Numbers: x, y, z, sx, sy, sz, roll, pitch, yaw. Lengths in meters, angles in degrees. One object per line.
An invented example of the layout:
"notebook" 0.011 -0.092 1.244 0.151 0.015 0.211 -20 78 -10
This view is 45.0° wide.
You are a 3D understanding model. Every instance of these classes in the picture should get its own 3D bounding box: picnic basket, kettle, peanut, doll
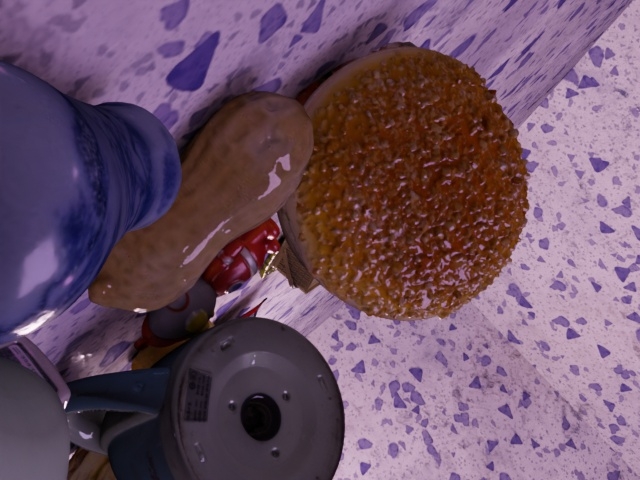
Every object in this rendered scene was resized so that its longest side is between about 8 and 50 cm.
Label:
"picnic basket" 0.000 0.000 1.306 0.115 0.079 0.164 -28 153 -55
"kettle" -0.194 0.244 1.019 0.342 0.319 0.247 -26 -136 47
"peanut" -0.109 -0.027 0.698 0.263 0.101 0.117 -44 151 5
"doll" -0.151 0.063 1.035 0.245 0.076 0.142 -44 165 -20

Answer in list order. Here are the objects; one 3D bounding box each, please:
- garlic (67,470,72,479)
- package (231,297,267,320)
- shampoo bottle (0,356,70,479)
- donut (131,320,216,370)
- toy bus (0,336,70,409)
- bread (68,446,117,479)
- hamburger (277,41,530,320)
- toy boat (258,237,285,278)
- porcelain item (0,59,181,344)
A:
"garlic" -0.293 0.261 0.705 0.152 0.066 0.084 -42 173 -24
"package" -0.207 0.221 1.580 0.194 0.071 0.269 -40 158 -34
"shampoo bottle" -0.265 0.099 0.338 0.349 0.221 0.151 60 37 -72
"donut" -0.237 0.186 1.231 0.146 0.078 0.181 -45 177 15
"toy bus" -0.349 0.221 0.804 0.138 0.097 0.342 -34 167 -40
"bread" -0.379 0.453 1.337 0.278 0.167 0.324 -64 -173 -32
"hamburger" 0.086 -0.057 0.834 0.302 0.302 0.170 -41 -170 -13
"toy boat" -0.072 0.025 1.378 0.063 0.016 0.115 -37 169 -32
"porcelain item" -0.159 -0.028 0.400 0.141 0.141 0.259 -46 -179 15
